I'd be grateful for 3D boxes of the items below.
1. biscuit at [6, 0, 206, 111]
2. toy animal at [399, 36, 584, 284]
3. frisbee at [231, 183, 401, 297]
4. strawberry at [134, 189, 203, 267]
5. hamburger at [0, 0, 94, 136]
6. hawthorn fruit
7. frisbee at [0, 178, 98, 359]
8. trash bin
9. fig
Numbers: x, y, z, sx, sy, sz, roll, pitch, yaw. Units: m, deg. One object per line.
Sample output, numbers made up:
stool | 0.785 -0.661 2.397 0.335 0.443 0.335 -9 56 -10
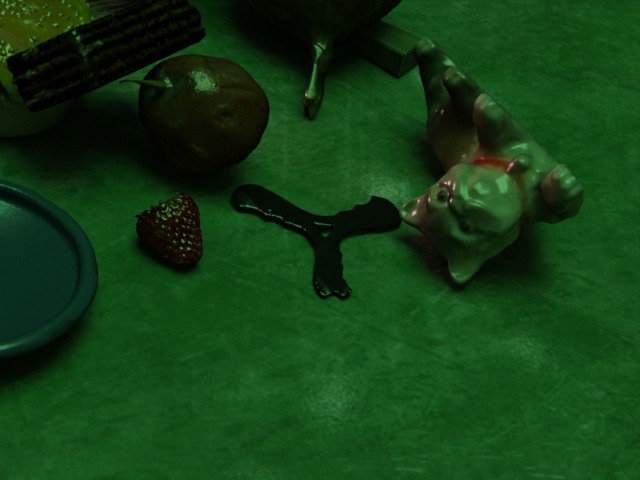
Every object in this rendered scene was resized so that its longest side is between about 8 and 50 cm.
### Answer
biscuit | -0.233 -0.218 1.472 0.252 0.106 0.070 -39 110 -56
toy animal | 0.169 -0.096 1.584 0.308 0.188 0.266 46 15 16
frisbee | 0.000 0.000 1.511 0.211 0.012 0.187 9 41 -12
strawberry | -0.161 -0.009 1.425 0.073 0.073 0.083 -27 94 -41
hamburger | -0.382 -0.255 1.553 0.227 0.151 0.295 1 41 -25
hawthorn fruit | -0.139 -0.162 1.503 0.149 0.189 0.149 -10 47 11
frisbee | -0.368 0.032 1.297 0.289 0.049 0.289 10 37 -8
trash bin | 0.092 -0.277 1.844 0.092 0.043 0.061 32 41 17
fig | -0.006 -0.332 1.760 0.286 0.286 0.368 9 76 -11
